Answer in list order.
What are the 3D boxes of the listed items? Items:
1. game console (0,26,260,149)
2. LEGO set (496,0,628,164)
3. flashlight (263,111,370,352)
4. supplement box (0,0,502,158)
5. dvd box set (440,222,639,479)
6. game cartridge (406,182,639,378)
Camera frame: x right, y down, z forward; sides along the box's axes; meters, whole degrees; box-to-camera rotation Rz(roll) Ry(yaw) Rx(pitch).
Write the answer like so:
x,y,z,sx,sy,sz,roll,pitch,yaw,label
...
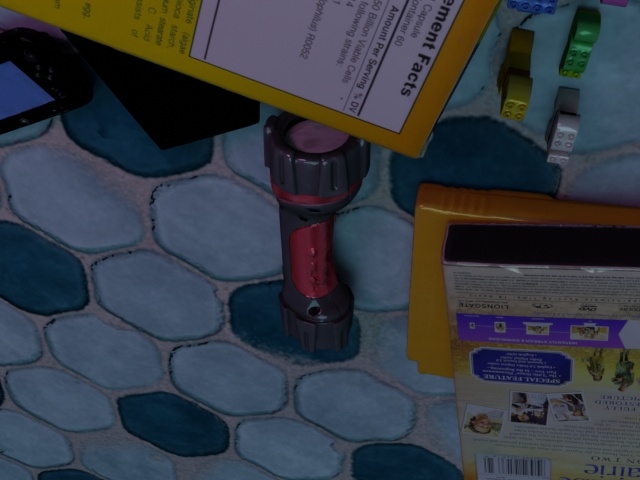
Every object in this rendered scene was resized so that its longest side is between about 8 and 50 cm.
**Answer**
x,y,z,sx,sy,sz,roll,pitch,yaw,label
-0.247,-0.156,0.884,0.361,0.044,0.213,-12,136,28,game console
0.188,-0.148,0.749,0.087,0.093,0.227,10,137,5,LEGO set
0.000,0.000,0.948,0.103,0.103,0.304,4,135,7,flashlight
-0.048,-0.240,0.644,0.356,0.195,0.194,20,137,-5,supplement box
0.298,0.152,0.987,0.307,0.062,0.420,1,135,15,dvd box set
0.258,0.067,0.992,0.324,0.052,0.285,8,137,10,game cartridge
